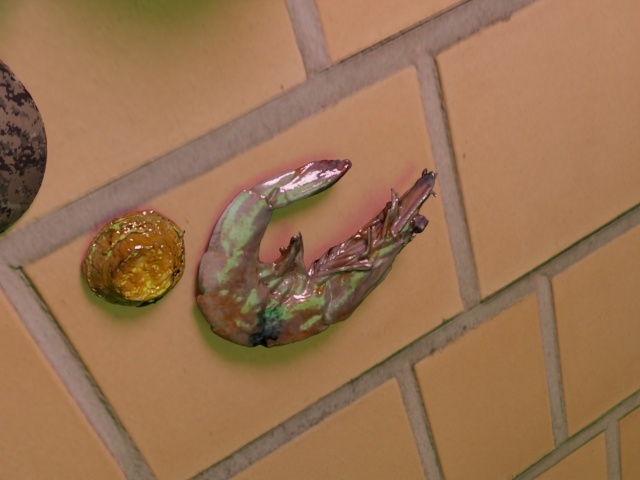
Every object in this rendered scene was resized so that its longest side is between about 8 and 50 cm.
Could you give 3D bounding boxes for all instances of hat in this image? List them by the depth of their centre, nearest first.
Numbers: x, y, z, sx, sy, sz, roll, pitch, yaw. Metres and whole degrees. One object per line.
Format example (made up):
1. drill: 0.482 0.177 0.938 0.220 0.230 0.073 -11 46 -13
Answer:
1. hat: -0.370 -0.068 0.787 0.266 0.128 0.265 -14 121 -25

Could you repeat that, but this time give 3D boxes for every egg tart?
1. egg tart: -0.209 0.026 0.997 0.131 0.052 0.130 -14 122 -23

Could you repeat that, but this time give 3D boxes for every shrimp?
1. shrimp: 0.000 0.000 1.105 0.360 0.085 0.246 -33 124 -6
